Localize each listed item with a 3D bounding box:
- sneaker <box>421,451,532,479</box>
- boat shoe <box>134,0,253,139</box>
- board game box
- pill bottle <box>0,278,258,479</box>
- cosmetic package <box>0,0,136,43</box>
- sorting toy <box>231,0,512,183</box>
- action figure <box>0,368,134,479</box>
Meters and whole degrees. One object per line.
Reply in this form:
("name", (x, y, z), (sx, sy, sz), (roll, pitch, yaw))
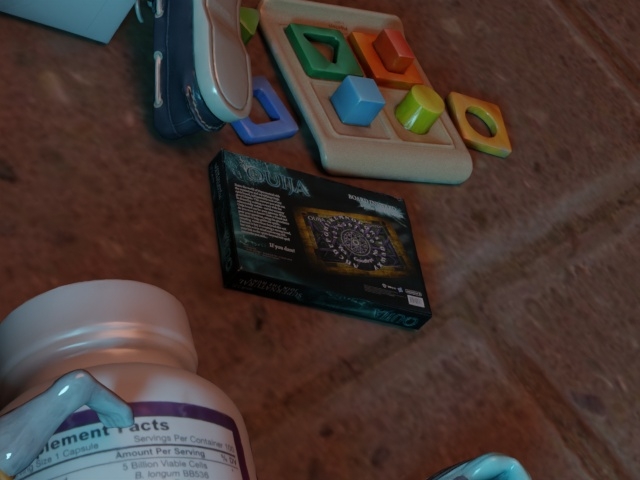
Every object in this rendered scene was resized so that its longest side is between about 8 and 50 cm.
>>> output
("sneaker", (0.060, 0.234, 1.013), (0.110, 0.122, 0.283), (41, 39, -2))
("boat shoe", (-0.109, -0.197, 1.281), (0.095, 0.079, 0.254), (37, 40, -55))
("board game box", (0.000, 0.000, 1.249), (0.186, 0.026, 0.126), (15, 47, -30))
("pill bottle", (-0.113, 0.179, 0.885), (0.169, 0.169, 0.301), (10, 49, -33))
("cosmetic package", (-0.220, -0.297, 1.176), (0.225, 0.224, 0.138), (13, 48, -31))
("sorting toy", (0.049, -0.146, 1.404), (0.348, 0.047, 0.196), (2, 54, -39))
("action figure", (-0.314, 0.088, 0.759), (0.341, 0.178, 0.330), (42, 56, 12))
